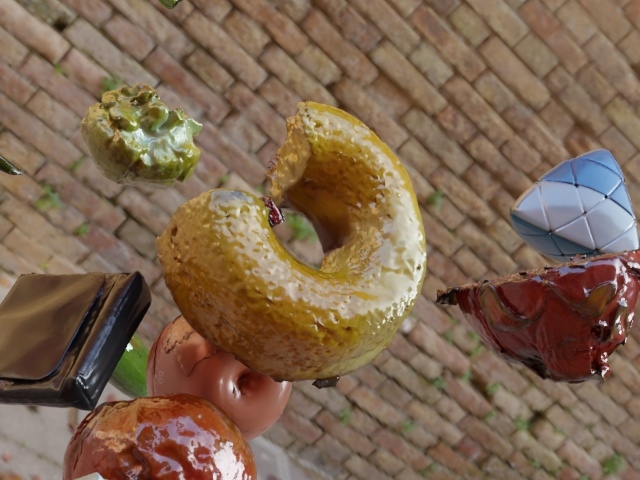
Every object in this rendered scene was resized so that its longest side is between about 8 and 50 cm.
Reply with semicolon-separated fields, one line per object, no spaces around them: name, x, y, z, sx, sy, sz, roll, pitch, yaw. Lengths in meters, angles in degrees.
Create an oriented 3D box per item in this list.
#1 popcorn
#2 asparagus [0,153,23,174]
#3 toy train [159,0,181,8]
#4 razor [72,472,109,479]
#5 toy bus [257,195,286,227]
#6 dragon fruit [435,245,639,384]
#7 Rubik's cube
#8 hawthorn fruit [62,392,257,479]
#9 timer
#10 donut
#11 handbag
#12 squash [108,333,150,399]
popcorn;-0.333;-0.185;1.787;0.221;0.183;0.204;24;-7;-39
asparagus;-0.477;-0.124;1.389;0.108;0.025;0.021;38;-27;-27
toy train;-0.284;-0.391;1.337;0.250;0.053;0.085;26;-30;24
razor;-0.292;0.241;0.938;0.068;0.191;0.037;61;35;-44
toy bus;-0.170;-0.004;1.807;0.096;0.235;0.073;1;-57;59
dragon fruit;0.276;0.099;1.119;0.218;0.224;0.148;-18;-96;65
Rubik's cube;0.435;-0.035;1.811;0.254;0.254;0.254;42;16;-15
hawthorn fruit;-0.195;0.323;1.142;0.242;0.242;0.271;33;40;-41
timer;-0.162;0.216;1.551;0.230;0.229;0.215;39;-24;-26
donut;0.000;0.000;1.456;0.378;0.163;0.435;40;55;-3
handbag;-0.375;0.141;1.355;0.246;0.223;0.080;-70;150;-48
squash;-0.412;0.185;1.796;0.395;0.107;0.107;52;7;-44
